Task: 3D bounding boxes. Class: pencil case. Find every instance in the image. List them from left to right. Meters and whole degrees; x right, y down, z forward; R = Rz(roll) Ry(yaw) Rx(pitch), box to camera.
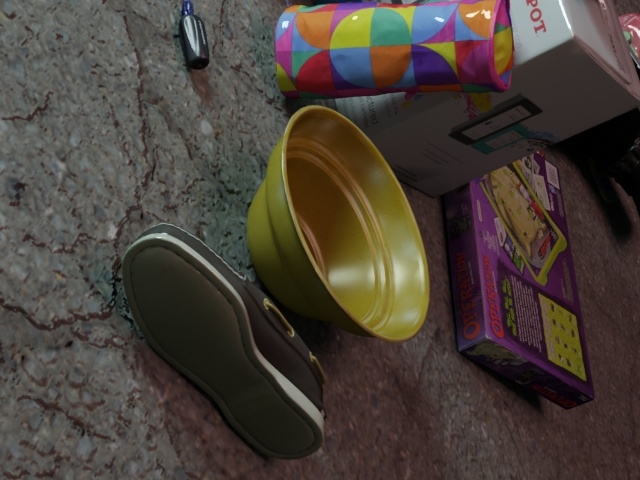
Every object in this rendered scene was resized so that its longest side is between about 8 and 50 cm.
[{"bbox_3d":[0.069,-0.186,1.140,0.104,0.236,0.104,3,90,-67],"label":"pencil case"}]

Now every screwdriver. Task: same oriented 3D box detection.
[{"bbox_3d":[-0.121,-0.225,1.069,0.025,0.024,0.170,5,59,-25],"label":"screwdriver"}]

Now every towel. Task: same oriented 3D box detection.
[{"bbox_3d":[0.468,-0.102,1.977,0.060,0.009,0.083,7,63,-59],"label":"towel"}]

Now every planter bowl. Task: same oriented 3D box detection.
[{"bbox_3d":[0.000,0.000,1.028,0.217,0.090,0.217,40,37,-39],"label":"planter bowl"}]

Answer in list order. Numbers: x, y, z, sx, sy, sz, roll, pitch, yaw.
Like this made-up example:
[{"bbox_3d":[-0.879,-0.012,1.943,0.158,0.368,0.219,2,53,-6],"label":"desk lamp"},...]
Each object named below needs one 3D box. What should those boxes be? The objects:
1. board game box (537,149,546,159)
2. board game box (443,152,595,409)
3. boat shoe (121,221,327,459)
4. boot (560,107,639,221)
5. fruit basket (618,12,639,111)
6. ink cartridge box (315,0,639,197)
[{"bbox_3d":[0.277,-0.104,1.641,0.145,0.027,0.281,32,43,-47],"label":"board game box"},{"bbox_3d":[0.231,0.011,1.425,0.208,0.056,0.347,34,42,-38],"label":"board game box"},{"bbox_3d":[-0.068,0.068,0.881,0.228,0.081,0.069,57,26,-30],"label":"boat shoe"},{"bbox_3d":[0.486,-0.129,1.876,0.348,0.131,0.260,-16,78,-60],"label":"boot"},{"bbox_3d":[0.563,-0.319,2.129,0.353,0.165,0.327,29,33,-44],"label":"fruit basket"},{"bbox_3d":[0.171,-0.206,1.283,0.197,0.270,0.198,22,50,-52],"label":"ink cartridge box"}]
